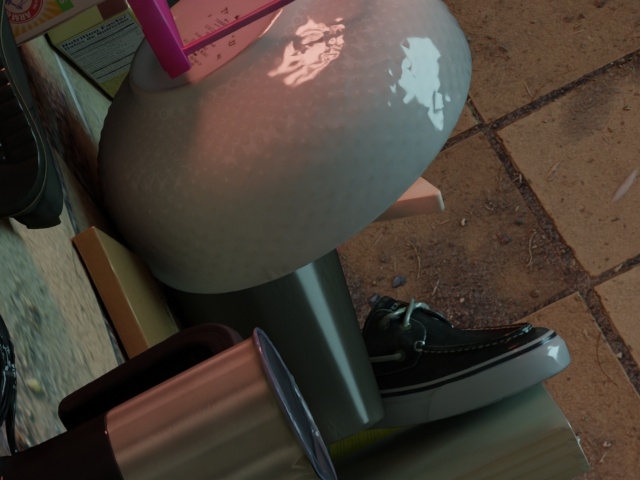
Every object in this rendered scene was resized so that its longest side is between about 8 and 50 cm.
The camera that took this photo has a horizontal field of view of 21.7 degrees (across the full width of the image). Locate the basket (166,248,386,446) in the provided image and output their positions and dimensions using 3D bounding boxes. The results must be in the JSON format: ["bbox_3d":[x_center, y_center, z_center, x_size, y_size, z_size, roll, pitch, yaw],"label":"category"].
[{"bbox_3d":[-0.039,0.078,1.532,0.204,0.154,0.227,-23,91,-61],"label":"basket"}]

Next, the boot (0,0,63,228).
[{"bbox_3d":[-0.204,-0.100,0.983,0.137,0.076,0.198,79,-3,-82],"label":"boot"}]

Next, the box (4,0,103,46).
[{"bbox_3d":[-0.248,-0.266,1.290,0.203,0.103,0.114,62,2,-25],"label":"box"}]

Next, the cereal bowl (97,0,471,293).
[{"bbox_3d":[-0.051,-0.126,1.373,0.141,0.339,0.339,53,8,-33],"label":"cereal bowl"}]

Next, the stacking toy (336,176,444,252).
[{"bbox_3d":[0.000,0.000,1.888,0.309,0.279,0.130,-115,-172,-65],"label":"stacking toy"}]

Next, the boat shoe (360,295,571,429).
[{"bbox_3d":[0.072,0.113,1.609,0.121,0.335,0.119,-20,95,-63],"label":"boat shoe"}]

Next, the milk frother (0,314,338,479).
[{"bbox_3d":[-0.085,0.074,0.739,0.129,0.134,0.143,64,3,39],"label":"milk frother"}]

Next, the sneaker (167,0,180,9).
[{"bbox_3d":[-0.170,-0.292,1.676,0.118,0.083,0.222,45,8,7],"label":"sneaker"}]

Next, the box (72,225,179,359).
[{"bbox_3d":[-0.115,0.094,1.241,0.201,0.021,0.164,64,3,13],"label":"box"}]

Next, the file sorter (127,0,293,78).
[{"bbox_3d":[-0.114,-0.318,1.275,0.291,0.182,0.202,62,2,-31],"label":"file sorter"}]

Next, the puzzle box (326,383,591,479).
[{"bbox_3d":[0.100,0.209,1.622,0.052,0.272,0.409,63,3,-6],"label":"puzzle box"}]

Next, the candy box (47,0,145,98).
[{"bbox_3d":[-0.232,-0.257,1.711,0.183,0.087,0.316,64,3,9],"label":"candy box"}]
